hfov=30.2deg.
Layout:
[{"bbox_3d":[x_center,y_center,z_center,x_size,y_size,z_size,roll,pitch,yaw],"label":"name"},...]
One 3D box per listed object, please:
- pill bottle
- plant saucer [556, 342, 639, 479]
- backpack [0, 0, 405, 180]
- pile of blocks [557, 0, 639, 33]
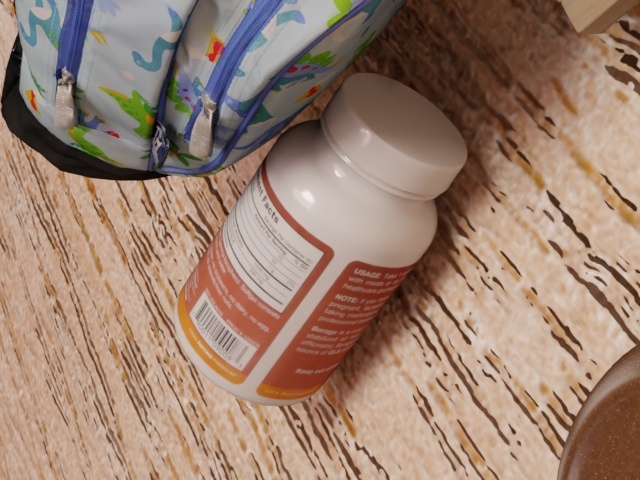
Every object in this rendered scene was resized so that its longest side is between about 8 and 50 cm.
[{"bbox_3d":[0.000,0.000,0.783,0.216,0.121,0.121,-54,44,31],"label":"pill bottle"},{"bbox_3d":[0.181,0.137,0.578,0.199,0.036,0.198,-14,72,51],"label":"plant saucer"},{"bbox_3d":[-0.049,-0.187,0.704,0.273,0.290,0.355,39,155,15],"label":"backpack"},{"bbox_3d":[0.220,-0.268,0.561,0.149,0.113,0.362,46,128,34],"label":"pile of blocks"}]
